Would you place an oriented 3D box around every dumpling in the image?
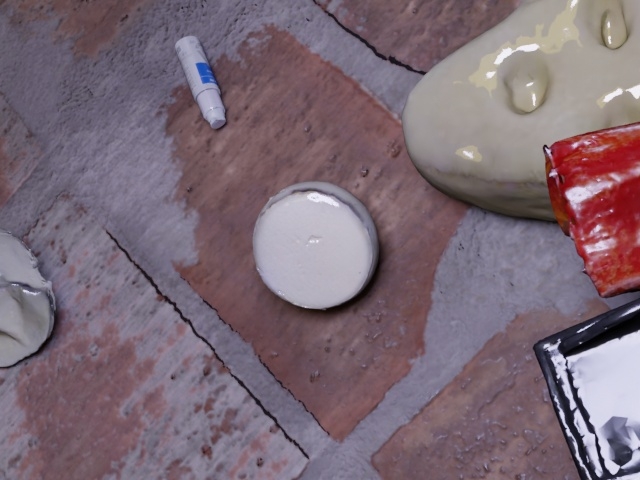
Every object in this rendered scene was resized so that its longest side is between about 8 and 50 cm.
[{"bbox_3d":[-0.429,0.069,1.422,0.247,0.142,0.172,28,121,24],"label":"dumpling"}]

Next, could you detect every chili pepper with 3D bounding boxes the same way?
[{"bbox_3d":[0.324,-0.042,0.966,0.253,0.136,0.144,-16,34,15],"label":"chili pepper"}]

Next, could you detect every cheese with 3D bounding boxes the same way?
[{"bbox_3d":[0.247,-0.179,1.157,0.328,0.129,0.351,-1,74,24],"label":"cheese"}]

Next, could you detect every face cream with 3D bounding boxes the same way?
[{"bbox_3d":[-0.143,-0.190,1.410,0.034,0.034,0.130,-30,61,14],"label":"face cream"}]

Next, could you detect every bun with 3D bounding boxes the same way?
[{"bbox_3d":[0.000,0.000,1.245,0.138,0.094,0.138,3,104,13],"label":"bun"}]

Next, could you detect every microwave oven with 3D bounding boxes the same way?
[{"bbox_3d":[0.329,0.136,0.976,0.247,0.188,0.178,-25,64,16],"label":"microwave oven"}]
